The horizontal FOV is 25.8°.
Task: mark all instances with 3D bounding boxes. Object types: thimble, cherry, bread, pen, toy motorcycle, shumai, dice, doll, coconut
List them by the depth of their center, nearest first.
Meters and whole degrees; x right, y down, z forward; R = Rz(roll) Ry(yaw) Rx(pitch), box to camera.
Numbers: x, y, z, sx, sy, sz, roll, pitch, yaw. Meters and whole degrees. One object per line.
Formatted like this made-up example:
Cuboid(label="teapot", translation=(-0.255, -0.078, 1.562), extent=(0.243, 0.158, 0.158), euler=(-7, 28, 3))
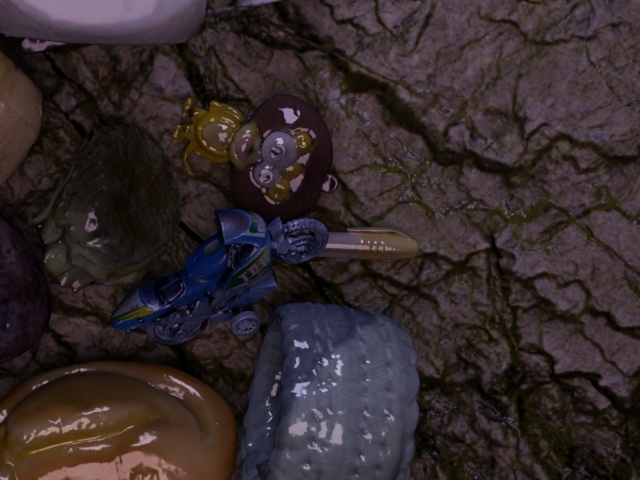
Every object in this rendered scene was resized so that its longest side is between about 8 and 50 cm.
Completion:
Cuboid(label="dice", translation=(-0.194, -0.270, 1.200), extent=(0.192, 0.194, 0.193), euler=(0, 105, -14))
Cuboid(label="coconut", translation=(-0.390, -0.130, 1.470), extent=(0.194, 0.194, 0.194), euler=(-2, 105, -6))
Cuboid(label="cherry", translation=(-0.389, 0.052, 1.516), extent=(0.195, 0.195, 0.195), euler=(-2, 105, -6))
Cuboid(label="shumai", translation=(-0.250, -0.036, 1.553), extent=(0.142, 0.184, 0.184), euler=(-11, 108, 25))
Cuboid(label="toy motorcycle", translation=(-0.116, 0.038, 1.555), extent=(0.254, 0.092, 0.135), euler=(-35, 139, 17))
Cuboid(label="doll", translation=(-0.073, -0.091, 1.561), extent=(0.188, 0.096, 0.145), euler=(0, 98, 4))
Cuboid(label="bread", translation=(-0.253, 0.274, 1.585), extent=(0.315, 0.211, 0.270), euler=(-5, 98, -13))
Cuboid(label="thimble", translation=(0.011, 0.198, 1.586), extent=(0.172, 0.205, 0.250), euler=(10, 77, -14))
Cuboid(label="pen", translation=(0.000, 0.000, 1.621), extent=(0.233, 0.032, 0.040), euler=(3, 104, -7))

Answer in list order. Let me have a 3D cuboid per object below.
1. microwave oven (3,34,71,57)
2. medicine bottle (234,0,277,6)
Cuboid(label="microwave oven", translation=(-0.247, -0.302, 1.407), extent=(0.178, 0.247, 0.188), euler=(-18, 107, -5))
Cuboid(label="medicine bottle", translation=(-0.075, -0.409, 1.427), extent=(0.124, 0.179, 0.324), euler=(-13, 105, -2))
